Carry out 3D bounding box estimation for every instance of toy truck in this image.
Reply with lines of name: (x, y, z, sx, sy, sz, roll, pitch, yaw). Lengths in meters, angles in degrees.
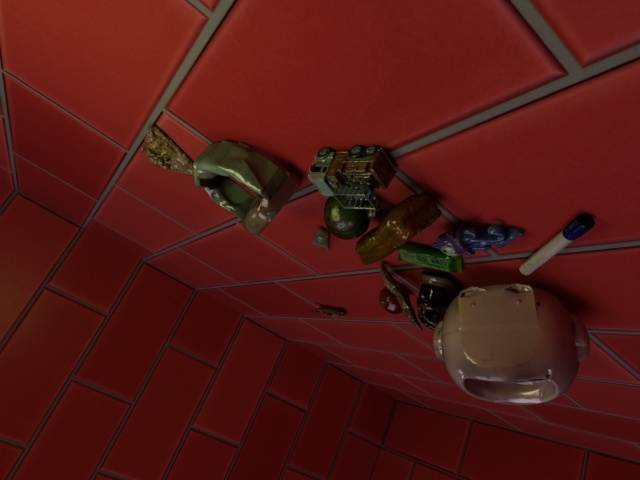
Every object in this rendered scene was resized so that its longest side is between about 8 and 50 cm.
toy truck: (0.053, -0.127, 0.931, 0.177, 0.115, 0.080, 7, 153, 41)

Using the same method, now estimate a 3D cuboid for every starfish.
starfish: (0.239, 0.167, 1.351, 0.227, 0.043, 0.240, 55, -176, -5)

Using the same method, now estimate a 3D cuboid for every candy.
candy: (0.284, 0.046, 1.200, 0.178, 0.032, 0.102, 11, 158, 27)

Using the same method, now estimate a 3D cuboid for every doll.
doll: (0.339, -0.002, 0.995, 0.206, 0.067, 0.110, -13, 148, 41)

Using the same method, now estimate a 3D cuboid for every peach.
peach: (0.249, 0.194, 1.505, 0.101, 0.101, 0.101, 21, 158, 9)

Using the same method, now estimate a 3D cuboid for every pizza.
pizza: (-0.439, -0.247, 1.263, 0.185, 0.052, 0.195, 16, 157, 12)

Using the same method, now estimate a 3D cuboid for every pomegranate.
pomegranate: (0.068, -0.059, 1.062, 0.130, 0.130, 0.130, 21, 158, 9)

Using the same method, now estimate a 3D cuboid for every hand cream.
hand cream: (0.000, 0.000, 1.392, 0.061, 0.039, 0.143, 20, 163, 4)

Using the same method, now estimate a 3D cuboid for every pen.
pen: (0.475, 0.017, 0.931, 0.033, 0.033, 0.269, 21, 158, 9)

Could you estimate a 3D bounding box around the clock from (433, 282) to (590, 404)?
clock: (0.496, 0.294, 1.185, 0.368, 0.250, 0.376, -9, 149, 28)

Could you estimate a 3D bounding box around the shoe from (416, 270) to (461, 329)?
shoe: (0.361, 0.204, 1.342, 0.114, 0.137, 0.291, 8, 154, 38)

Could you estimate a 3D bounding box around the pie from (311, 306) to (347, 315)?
pie: (0.054, 0.331, 2.098, 0.191, 0.033, 0.088, -3, 154, 40)

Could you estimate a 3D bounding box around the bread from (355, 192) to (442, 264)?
bread: (0.172, -0.024, 1.038, 0.077, 0.139, 0.271, 54, 161, 6)

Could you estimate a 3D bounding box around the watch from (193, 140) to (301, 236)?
watch: (-0.199, -0.147, 1.143, 0.241, 0.162, 0.253, 41, 154, -6)
